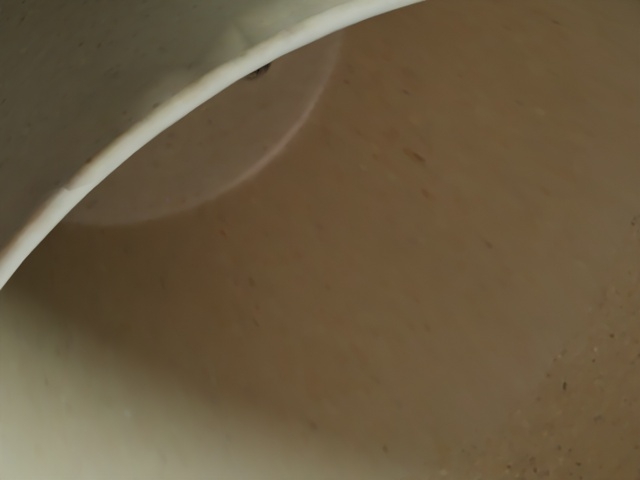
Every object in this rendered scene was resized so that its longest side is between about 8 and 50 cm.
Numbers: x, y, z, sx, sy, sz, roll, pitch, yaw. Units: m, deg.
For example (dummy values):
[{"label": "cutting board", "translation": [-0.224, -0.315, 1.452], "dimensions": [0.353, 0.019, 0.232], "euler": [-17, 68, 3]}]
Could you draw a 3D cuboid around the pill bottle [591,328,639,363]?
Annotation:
[{"label": "pill bottle", "translation": [0.190, 0.086, 0.773], "dimensions": [0.181, 0.181, 0.323], "euler": [-12, 112, 10]}]

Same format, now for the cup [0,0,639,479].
[{"label": "cup", "translation": [-0.020, -0.012, 0.609], "dimensions": [0.331, 0.237, 0.331], "euler": [-17, 135, -18]}]
